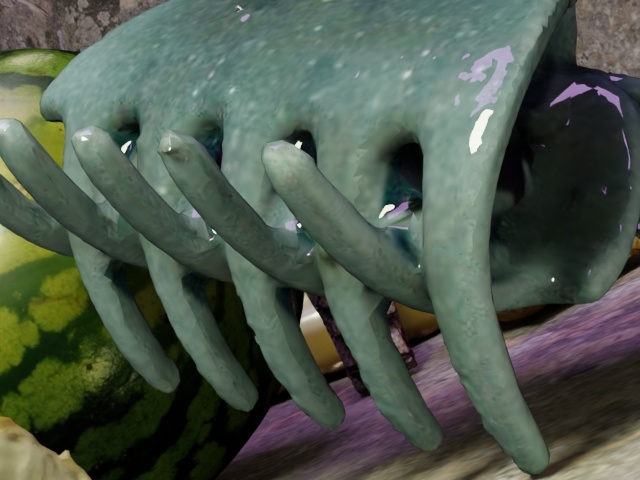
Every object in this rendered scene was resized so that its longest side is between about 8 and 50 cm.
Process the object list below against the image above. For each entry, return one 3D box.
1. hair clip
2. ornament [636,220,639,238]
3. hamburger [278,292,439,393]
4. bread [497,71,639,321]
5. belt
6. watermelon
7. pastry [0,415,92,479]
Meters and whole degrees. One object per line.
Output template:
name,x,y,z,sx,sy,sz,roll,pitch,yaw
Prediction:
hair clip,0.015,-0.060,0.849,0.318,0.392,0.238,7,50,45
ornament,0.260,-0.033,1.011,0.203,0.081,0.088,-25,0,18
hamburger,-0.023,0.014,1.505,0.261,0.186,0.303,-24,0,-41
bread,0.134,-0.026,1.299,0.139,0.143,0.229,-20,1,45
belt,0.000,0.000,1.283,0.053,0.232,0.071,-17,-40,-11
watermelon,-0.157,0.032,1.073,0.285,0.285,0.285,-23,2,1
pastry,-0.174,0.124,0.664,0.218,0.100,0.229,-9,-37,6
